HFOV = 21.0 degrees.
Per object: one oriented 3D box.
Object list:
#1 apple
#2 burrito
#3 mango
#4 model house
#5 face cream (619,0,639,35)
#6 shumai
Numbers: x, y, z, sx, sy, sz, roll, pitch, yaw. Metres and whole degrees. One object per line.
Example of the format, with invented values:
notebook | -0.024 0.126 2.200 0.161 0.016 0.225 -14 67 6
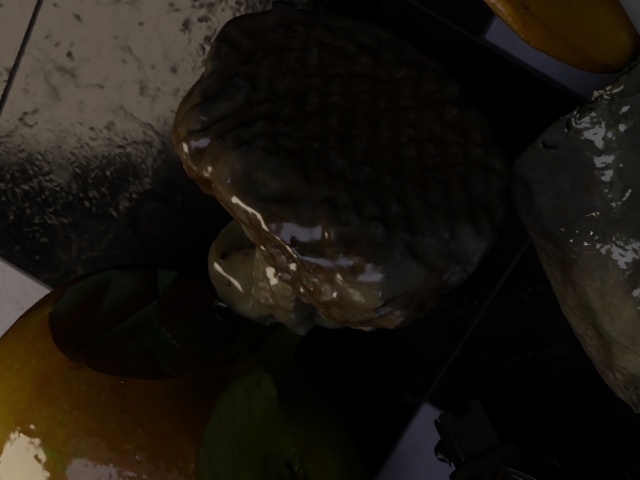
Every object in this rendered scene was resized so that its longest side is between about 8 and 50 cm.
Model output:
apple | -0.138 0.194 1.572 0.384 0.374 0.374 0 125 -12
burrito | 0.236 0.003 1.392 0.175 0.107 0.348 11 133 47
mango | 0.165 -0.208 1.291 0.217 0.141 0.102 43 99 -12
model house | 0.198 0.248 1.552 0.204 0.211 0.243 -25 78 -9
face cream | 0.257 -0.253 1.233 0.163 0.080 0.337 -36 105 -4
shumai | 0.000 0.000 1.393 0.267 0.314 0.262 0 131 -20
